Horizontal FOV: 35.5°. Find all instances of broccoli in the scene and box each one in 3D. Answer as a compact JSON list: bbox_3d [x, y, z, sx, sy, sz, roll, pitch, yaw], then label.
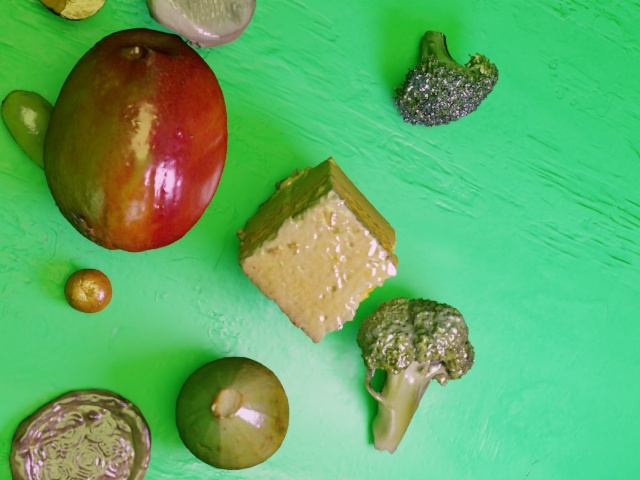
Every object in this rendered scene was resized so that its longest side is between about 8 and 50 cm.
[{"bbox_3d":[0.241,-0.333,1.979,0.219,0.194,0.194,-8,94,1],"label":"broccoli"},{"bbox_3d":[0.181,0.228,1.967,0.254,0.186,0.302,-25,143,-23],"label":"broccoli"}]

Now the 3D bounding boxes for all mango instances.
[{"bbox_3d":[-0.481,-0.187,1.716,0.091,0.074,0.165,-43,107,-20],"label":"mango"}]

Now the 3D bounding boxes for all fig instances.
[{"bbox_3d":[-0.152,0.312,1.772,0.207,0.230,0.207,-2,99,-16],"label":"fig"}]

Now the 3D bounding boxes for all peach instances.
[{"bbox_3d":[-0.301,-0.171,1.654,0.372,0.290,0.373,-45,145,-46],"label":"peach"}]

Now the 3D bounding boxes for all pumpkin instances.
[{"bbox_3d":[-0.452,-0.463,1.708,0.119,0.107,0.183,-45,114,-8],"label":"pumpkin"}]

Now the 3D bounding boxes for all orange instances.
[{"bbox_3d":[-0.406,0.088,1.752,0.083,0.070,0.083,-1,94,-10],"label":"orange"}]

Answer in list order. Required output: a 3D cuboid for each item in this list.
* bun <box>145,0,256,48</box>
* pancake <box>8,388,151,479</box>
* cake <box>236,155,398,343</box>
[{"bbox_3d":[-0.219,-0.447,1.799,0.237,0.116,0.210,-34,100,-34],"label":"bun"},{"bbox_3d":[-0.419,0.386,1.771,0.250,0.031,0.250,0,91,-23],"label":"pancake"},{"bbox_3d":[0.000,0.000,1.828,0.222,0.286,0.227,-37,108,13],"label":"cake"}]
